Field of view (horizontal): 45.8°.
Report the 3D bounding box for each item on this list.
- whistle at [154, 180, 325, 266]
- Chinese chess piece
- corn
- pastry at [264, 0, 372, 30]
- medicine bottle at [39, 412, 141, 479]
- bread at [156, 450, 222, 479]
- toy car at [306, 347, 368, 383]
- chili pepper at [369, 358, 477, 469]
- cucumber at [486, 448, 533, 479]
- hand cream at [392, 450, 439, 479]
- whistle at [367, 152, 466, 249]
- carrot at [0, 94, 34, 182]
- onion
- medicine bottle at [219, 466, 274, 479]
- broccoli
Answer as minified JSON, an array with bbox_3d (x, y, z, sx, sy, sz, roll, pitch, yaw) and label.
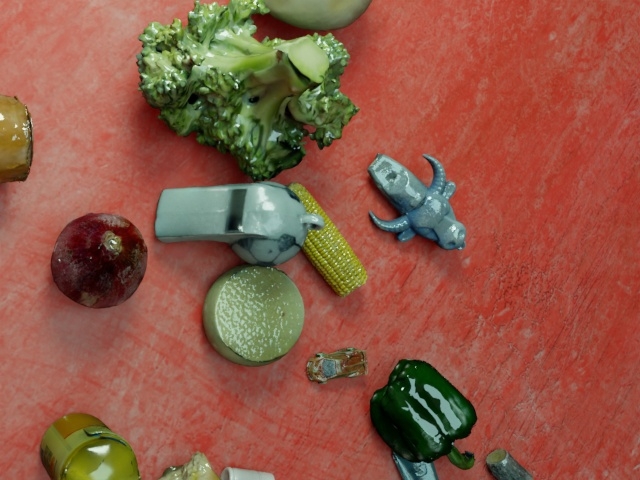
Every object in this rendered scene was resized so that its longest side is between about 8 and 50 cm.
[{"bbox_3d":[-0.129,-0.029,1.340,0.163,0.290,0.163,-1,90,-70],"label":"whistle"},{"bbox_3d":[-0.122,0.135,1.378,0.188,0.083,0.188,4,81,-26],"label":"Chinese chess piece"},{"bbox_3d":[0.000,0.000,1.444,0.081,0.081,0.248,-41,104,-23],"label":"corn"},{"bbox_3d":[-0.015,-0.502,1.404,0.265,0.133,0.265,4,46,-5],"label":"pastry"},{"bbox_3d":[-0.353,0.340,1.160,0.124,0.239,0.124,1,87,-29],"label":"medicine bottle"},{"bbox_3d":[-0.235,0.537,1.211,0.316,0.211,0.270,-34,101,-16],"label":"bread"},{"bbox_3d":[0.032,0.243,1.466,0.122,0.035,0.059,-5,92,-28],"label":"toy car"},{"bbox_3d":[0.224,0.354,1.478,0.261,0.165,0.174,47,60,-3],"label":"chili pepper"},{"bbox_3d":[0.402,0.495,1.616,0.112,0.064,0.064,45,69,-14],"label":"cucumber"},{"bbox_3d":[0.216,0.510,1.535,0.083,0.048,0.224,-23,91,-25],"label":"hand cream"},{"bbox_3d":[0.202,-0.072,1.541,0.269,0.093,0.180,41,96,-16],"label":"whistle"},{"bbox_3d":[-0.582,-0.163,1.131,0.254,0.196,0.196,-8,90,-35],"label":"carrot"},{"bbox_3d":[-0.347,0.026,1.212,0.159,0.195,0.159,8,72,-27],"label":"onion"},{"bbox_3d":[-0.133,0.440,1.359,0.089,0.057,0.057,16,79,-25],"label":"medicine bottle"},{"bbox_3d":[-0.113,-0.272,1.317,0.338,0.317,0.277,60,43,-53],"label":"broccoli"}]
